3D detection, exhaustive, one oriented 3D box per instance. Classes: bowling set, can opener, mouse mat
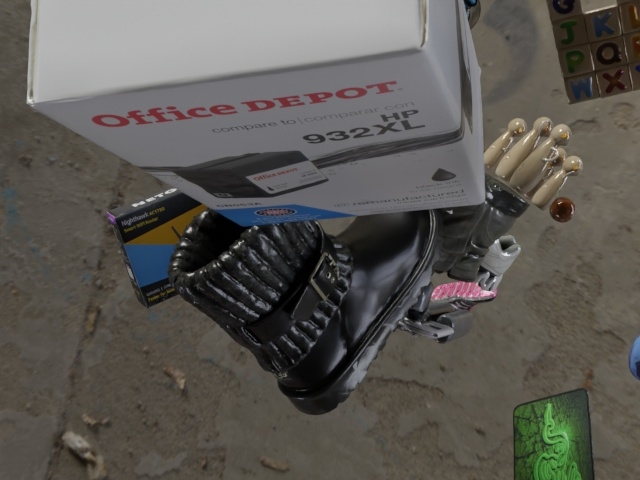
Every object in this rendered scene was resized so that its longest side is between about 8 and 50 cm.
[{"bbox_3d":[0.470,-0.149,1.603,0.200,0.287,0.154,34,103,-16],"label":"bowling set"},{"bbox_3d":[0.183,0.106,1.202,0.076,0.283,0.095,19,96,22],"label":"can opener"},{"bbox_3d":[0.378,0.342,1.278,0.007,0.189,0.152,31,139,-30],"label":"mouse mat"}]

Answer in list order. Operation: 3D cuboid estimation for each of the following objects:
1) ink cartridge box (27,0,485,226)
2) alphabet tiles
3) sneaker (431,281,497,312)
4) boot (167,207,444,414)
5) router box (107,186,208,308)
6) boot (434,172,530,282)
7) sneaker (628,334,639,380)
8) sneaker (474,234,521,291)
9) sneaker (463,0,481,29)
[{"bbox_3d":[-0.012,-0.109,0.536,0.223,0.307,0.129,-4,78,16],"label":"ink cartridge box"},{"bbox_3d":[0.403,-0.277,0.941,0.237,0.009,0.198,-10,122,23],"label":"alphabet tiles"},{"bbox_3d":[0.328,0.132,1.740,0.170,0.063,0.075,-13,126,44],"label":"sneaker"},{"bbox_3d":[0.003,0.001,0.913,0.260,0.131,0.348,54,52,-30],"label":"boot"},{"bbox_3d":[-0.178,-0.007,1.045,0.179,0.046,0.133,-25,113,-24],"label":"router box"},{"bbox_3d":[0.162,-0.034,1.067,0.246,0.083,0.161,26,107,-28],"label":"boot"},{"bbox_3d":[0.393,0.122,0.867,0.053,0.059,0.144,12,137,-7],"label":"sneaker"},{"bbox_3d":[0.266,-0.009,1.505,0.292,0.110,0.118,26,120,-31],"label":"sneaker"},{"bbox_3d":[0.198,-0.370,1.286,0.140,0.341,0.125,22,114,29],"label":"sneaker"}]
